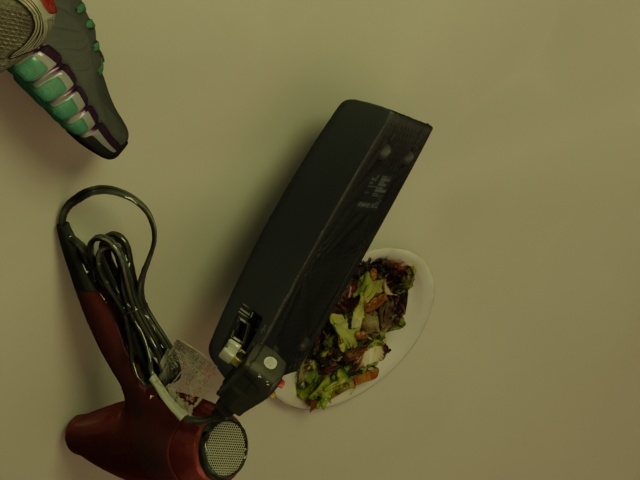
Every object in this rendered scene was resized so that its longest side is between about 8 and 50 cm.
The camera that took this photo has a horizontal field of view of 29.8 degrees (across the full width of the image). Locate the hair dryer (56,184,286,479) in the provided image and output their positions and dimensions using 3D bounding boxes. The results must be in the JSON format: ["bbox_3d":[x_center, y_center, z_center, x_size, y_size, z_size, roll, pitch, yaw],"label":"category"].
[{"bbox_3d":[-0.139,0.103,0.971,0.080,0.223,0.293,-26,157,-44],"label":"hair dryer"}]

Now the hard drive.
[{"bbox_3d":[0.000,0.000,1.009,0.254,0.054,0.172,-61,165,9],"label":"hard drive"}]

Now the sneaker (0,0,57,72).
[{"bbox_3d":[-0.251,-0.092,0.688,0.225,0.092,0.088,-22,133,13],"label":"sneaker"}]

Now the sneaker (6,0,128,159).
[{"bbox_3d":[-0.169,-0.145,0.784,0.098,0.083,0.223,-44,140,-7],"label":"sneaker"}]

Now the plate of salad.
[{"bbox_3d":[0.037,0.095,1.183,0.200,0.048,0.200,-21,135,-23],"label":"plate of salad"}]
